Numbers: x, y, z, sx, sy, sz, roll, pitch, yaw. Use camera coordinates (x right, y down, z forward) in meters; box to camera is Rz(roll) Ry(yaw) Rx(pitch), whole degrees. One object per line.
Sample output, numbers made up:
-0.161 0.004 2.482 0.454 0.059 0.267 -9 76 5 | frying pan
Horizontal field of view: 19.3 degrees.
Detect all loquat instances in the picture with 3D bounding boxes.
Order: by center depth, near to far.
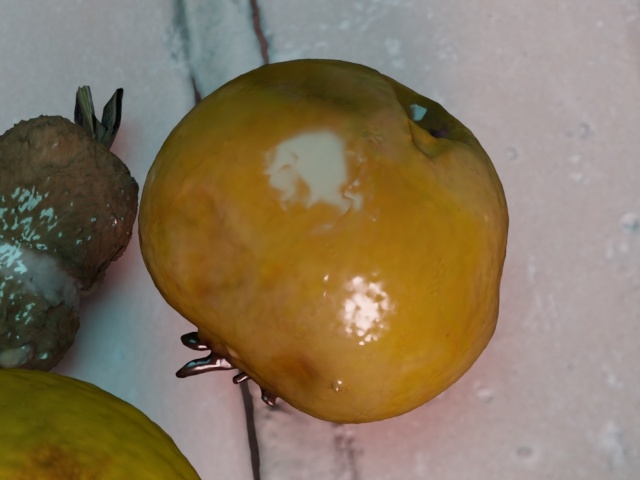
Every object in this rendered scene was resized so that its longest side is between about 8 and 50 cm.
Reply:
0.005 0.003 1.061 0.213 0.213 0.213 -3 59 5 | loquat

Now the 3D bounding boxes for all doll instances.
-0.165 -0.011 1.137 0.105 0.115 0.221 15 55 27 | doll

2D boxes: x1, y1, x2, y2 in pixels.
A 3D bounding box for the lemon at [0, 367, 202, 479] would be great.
-0.174 0.188 0.931 0.267 0.267 0.267 -3 59 5 | lemon
